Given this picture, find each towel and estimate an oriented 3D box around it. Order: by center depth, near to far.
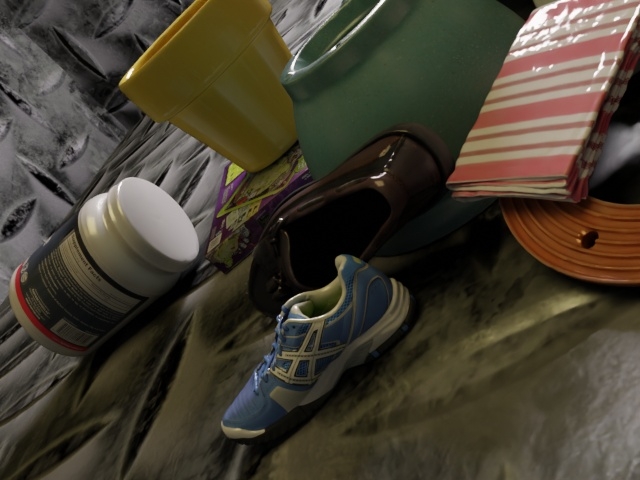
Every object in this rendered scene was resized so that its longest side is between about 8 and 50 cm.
[{"bbox_3d":[0.185,-0.117,0.630,0.144,0.029,0.197,5,65,62],"label":"towel"}]

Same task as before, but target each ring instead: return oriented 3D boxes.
[{"bbox_3d":[0.264,-0.113,0.560,0.336,0.032,0.337,-38,34,32],"label":"ring"}]

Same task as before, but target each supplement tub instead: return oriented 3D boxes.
[{"bbox_3d":[-0.350,0.045,1.294,0.272,0.191,0.191,-38,22,20],"label":"supplement tub"}]

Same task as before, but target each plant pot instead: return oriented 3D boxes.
[{"bbox_3d":[0.084,-0.157,0.832,0.293,0.196,0.293,-38,22,19],"label":"plant pot"},{"bbox_3d":[-0.137,-0.242,1.231,0.254,0.239,0.254,-39,21,18],"label":"plant pot"}]

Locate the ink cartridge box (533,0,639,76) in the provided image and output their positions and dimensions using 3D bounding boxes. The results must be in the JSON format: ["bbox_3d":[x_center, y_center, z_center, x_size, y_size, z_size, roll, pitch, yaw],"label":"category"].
[{"bbox_3d":[0.330,-0.276,0.782,0.239,0.060,0.275,-37,22,25],"label":"ink cartridge box"}]

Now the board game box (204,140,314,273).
[{"bbox_3d":[-0.080,-0.102,1.266,0.208,0.056,0.347,-43,20,19],"label":"board game box"}]

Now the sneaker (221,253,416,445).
[{"bbox_3d":[-0.017,0.096,0.712,0.211,0.081,0.080,-44,22,8],"label":"sneaker"}]

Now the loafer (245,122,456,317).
[{"bbox_3d":[0.000,0.000,0.756,0.302,0.109,0.095,-42,2,45],"label":"loafer"}]
